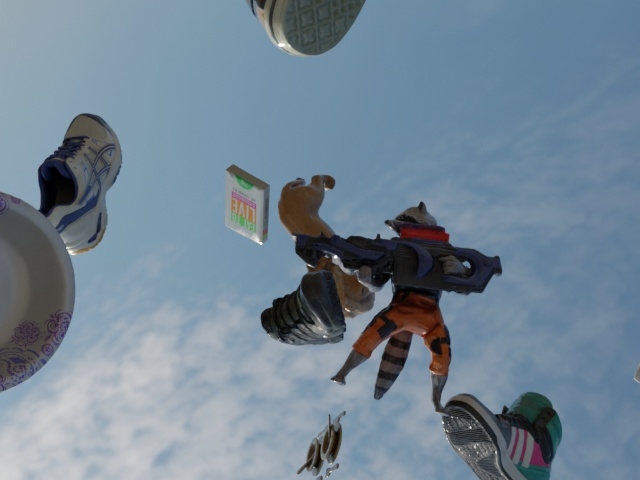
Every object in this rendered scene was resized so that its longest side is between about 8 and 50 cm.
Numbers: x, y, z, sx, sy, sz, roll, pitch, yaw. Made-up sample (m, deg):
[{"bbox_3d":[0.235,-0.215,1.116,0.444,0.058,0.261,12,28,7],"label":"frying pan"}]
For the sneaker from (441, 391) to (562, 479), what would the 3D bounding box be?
[{"bbox_3d":[0.333,0.325,1.525,0.124,0.295,0.178,-4,-139,44],"label":"sneaker"}]

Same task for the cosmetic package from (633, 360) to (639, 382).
[{"bbox_3d":[0.715,0.187,1.526,0.138,0.224,0.224,-134,-121,-70],"label":"cosmetic package"}]

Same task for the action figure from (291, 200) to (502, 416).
[{"bbox_3d":[0.107,0.091,1.432,0.341,0.178,0.330,15,-104,4],"label":"action figure"}]

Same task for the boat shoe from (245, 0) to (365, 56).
[{"bbox_3d":[0.053,-0.486,1.152,0.156,0.187,0.500,40,-77,43],"label":"boat shoe"}]

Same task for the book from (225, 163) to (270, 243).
[{"bbox_3d":[-0.142,-0.070,1.702,0.096,0.144,0.035,30,-132,24],"label":"book"}]

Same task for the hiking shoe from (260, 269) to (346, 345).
[{"bbox_3d":[-0.027,0.110,1.210,0.114,0.227,0.086,-14,-112,-3],"label":"hiking shoe"}]

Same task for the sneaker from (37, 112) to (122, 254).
[{"bbox_3d":[-0.432,-0.127,1.530,0.112,0.131,0.296,-14,-124,13],"label":"sneaker"}]

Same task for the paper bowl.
[{"bbox_3d":[-0.503,0.071,1.211,0.148,0.284,0.284,0,-136,44],"label":"paper bowl"}]

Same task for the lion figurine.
[{"bbox_3d":[0.000,0.000,1.765,0.142,0.240,0.392,-51,-117,22],"label":"lion figurine"}]

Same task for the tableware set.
[{"bbox_3d":[0.000,0.439,1.827,0.194,0.039,0.128,123,-20,-56],"label":"tableware set"}]
